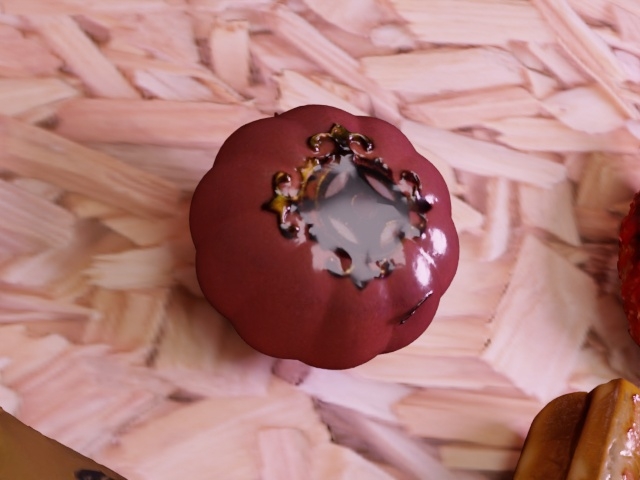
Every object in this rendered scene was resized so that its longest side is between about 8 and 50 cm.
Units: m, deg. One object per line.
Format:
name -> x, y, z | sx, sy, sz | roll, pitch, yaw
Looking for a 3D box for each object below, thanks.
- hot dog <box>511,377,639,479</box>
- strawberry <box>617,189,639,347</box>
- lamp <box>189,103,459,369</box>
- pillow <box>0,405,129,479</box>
hot dog -> 0.165, 0.194, 1.309 | 0.076, 0.104, 0.250 | 46, 40, -20
strawberry -> 0.289, 0.019, 1.551 | 0.174, 0.098, 0.228 | -3, 50, -23
lamp -> 0.000, 0.000, 1.293 | 0.182, 0.140, 0.182 | 8, 65, -17
pillow -> -0.105, 0.262, 1.020 | 0.310, 0.119, 0.312 | 28, 48, -17
